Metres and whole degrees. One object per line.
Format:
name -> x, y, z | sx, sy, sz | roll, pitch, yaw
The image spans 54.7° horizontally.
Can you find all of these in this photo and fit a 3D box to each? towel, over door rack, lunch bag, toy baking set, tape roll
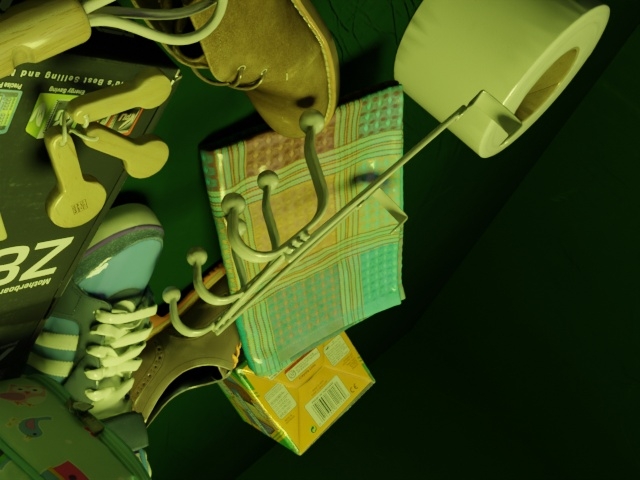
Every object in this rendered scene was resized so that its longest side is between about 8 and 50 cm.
towel -> 0.000, 0.000, 0.808 | 0.271, 0.040, 0.370 | -25, 133, -22
over door rack -> 0.005, -0.039, 0.617 | 0.324, 0.108, 0.239 | -28, 172, -32
lunch bag -> -0.255, 0.259, 0.517 | 0.108, 0.224, 0.279 | 6, 106, -53
toy baking set -> -0.134, -0.089, 0.293 | 0.196, 0.030, 0.256 | -14, 144, -54
tape roll -> 0.244, -0.259, 0.852 | 0.246, 0.169, 0.246 | -39, 161, -16

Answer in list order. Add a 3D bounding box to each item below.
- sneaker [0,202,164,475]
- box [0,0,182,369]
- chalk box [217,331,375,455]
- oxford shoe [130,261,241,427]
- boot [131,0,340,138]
sneaker -> -0.213, 0.151, 0.636 | 0.323, 0.236, 0.130 | -49, 162, 13
box -> -0.300, -0.007, 0.327 | 0.318, 0.097, 0.395 | -50, 163, 25
chalk box -> -0.083, 0.206, 1.061 | 0.180, 0.179, 0.289 | -39, -162, -24
oxford shoe -> -0.150, 0.132, 0.903 | 0.363, 0.133, 0.130 | -36, 160, -28
boot -> -0.064, -0.151, 0.458 | 0.305, 0.112, 0.115 | 62, 48, -63
